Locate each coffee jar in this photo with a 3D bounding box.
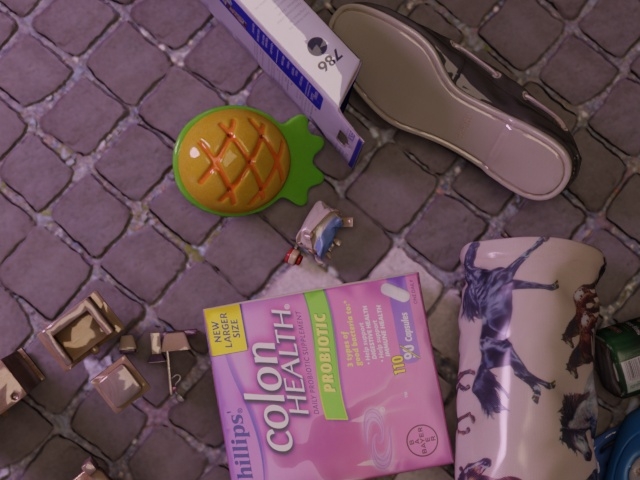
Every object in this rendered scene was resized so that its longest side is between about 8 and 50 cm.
[{"bbox_3d":[0.407,0.116,1.540,0.184,0.096,0.079,-16,96,-5],"label":"coffee jar"}]

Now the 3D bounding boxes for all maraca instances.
[{"bbox_3d":[-0.080,-0.091,1.543,0.186,0.099,0.127,-2,99,-25],"label":"maraca"}]

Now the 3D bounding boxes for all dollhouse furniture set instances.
[{"bbox_3d":[-0.256,0.283,1.466,0.303,0.174,0.355,-38,94,-6],"label":"dollhouse furniture set"},{"bbox_3d":[-0.179,0.143,1.501,0.091,0.114,0.081,-5,88,-6],"label":"dollhouse furniture set"}]

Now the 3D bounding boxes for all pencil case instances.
[{"bbox_3d":[0.232,0.185,1.456,0.183,0.160,0.410,22,62,-42],"label":"pencil case"}]

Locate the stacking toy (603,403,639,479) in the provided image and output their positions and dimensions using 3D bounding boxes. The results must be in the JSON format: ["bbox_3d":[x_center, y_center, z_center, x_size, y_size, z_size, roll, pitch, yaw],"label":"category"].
[{"bbox_3d":[0.473,0.302,1.498,0.302,0.175,0.165,23,80,-17],"label":"stacking toy"}]

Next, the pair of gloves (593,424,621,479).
[{"bbox_3d":[0.315,0.308,1.552,0.159,0.023,0.198,-24,86,-7],"label":"pair of gloves"}]

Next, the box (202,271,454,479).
[{"bbox_3d":[0.006,0.162,1.504,0.243,0.117,0.213,-9,84,-4],"label":"box"}]

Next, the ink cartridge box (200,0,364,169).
[{"bbox_3d":[-0.047,-0.233,1.525,0.065,0.165,0.332,-41,88,-8],"label":"ink cartridge box"}]

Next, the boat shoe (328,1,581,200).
[{"bbox_3d":[0.156,-0.166,1.575,0.335,0.095,0.112,36,119,5],"label":"boat shoe"}]

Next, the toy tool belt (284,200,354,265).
[{"bbox_3d":[0.000,0.000,1.557,0.051,0.052,0.083,28,83,9],"label":"toy tool belt"}]
